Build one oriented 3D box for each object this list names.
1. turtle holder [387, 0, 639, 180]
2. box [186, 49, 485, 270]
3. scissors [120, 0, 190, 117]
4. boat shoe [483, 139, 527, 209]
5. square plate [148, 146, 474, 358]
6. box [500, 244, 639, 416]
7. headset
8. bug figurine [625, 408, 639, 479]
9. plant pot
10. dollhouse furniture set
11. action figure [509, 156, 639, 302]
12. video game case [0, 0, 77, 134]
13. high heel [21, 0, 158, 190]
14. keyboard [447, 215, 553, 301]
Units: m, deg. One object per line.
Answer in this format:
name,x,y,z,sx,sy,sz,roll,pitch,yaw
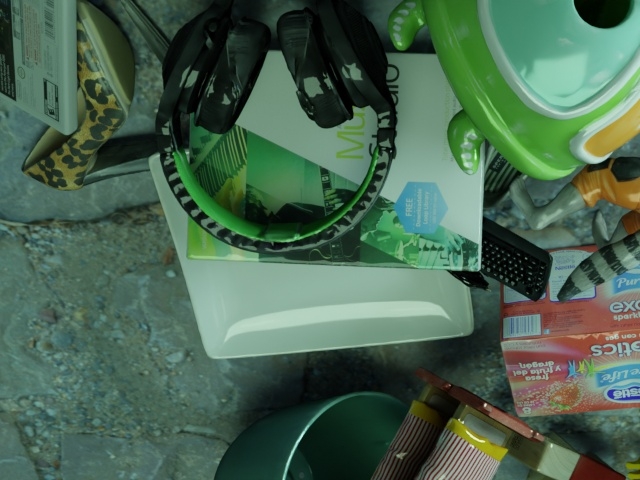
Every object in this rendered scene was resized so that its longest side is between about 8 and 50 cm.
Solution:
turtle holder,0.220,-0.229,1.273,0.227,0.320,0.243,-26,153,34
box,0.017,-0.089,1.447,0.322,0.058,0.232,2,93,7
scissors,-0.132,-0.166,1.514,0.109,0.021,0.297,-6,130,15
boat shoe,0.231,-0.122,1.459,0.083,0.076,0.226,16,133,-7
square plate,0.000,0.000,1.608,0.347,0.049,0.344,-6,132,6
box,0.370,0.099,1.594,0.300,0.154,0.142,-7,132,13
headset,-0.051,-0.175,1.331,0.243,0.185,0.394,-2,103,6
bug figurine,0.541,0.267,1.755,0.279,0.072,0.216,2,126,30
plant pot,-0.010,0.352,1.801,0.293,0.293,0.235,42,150,-27
dollhouse furniture set,0.241,0.330,1.718,0.374,0.152,0.201,29,88,-32
action figure,0.421,-0.021,1.431,0.330,0.178,0.341,-11,148,39
video game case,-0.328,-0.226,1.427,0.173,0.022,0.190,30,137,21
high heel,-0.291,-0.156,1.493,0.186,0.093,0.261,-8,136,14
keyboard,0.166,0.016,1.486,0.192,0.038,0.100,31,139,30
